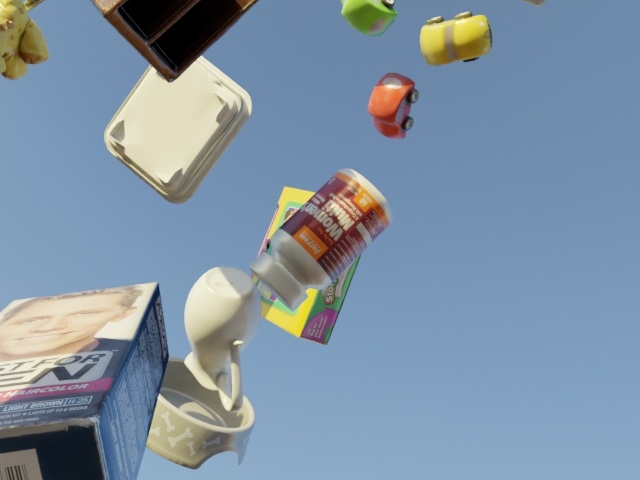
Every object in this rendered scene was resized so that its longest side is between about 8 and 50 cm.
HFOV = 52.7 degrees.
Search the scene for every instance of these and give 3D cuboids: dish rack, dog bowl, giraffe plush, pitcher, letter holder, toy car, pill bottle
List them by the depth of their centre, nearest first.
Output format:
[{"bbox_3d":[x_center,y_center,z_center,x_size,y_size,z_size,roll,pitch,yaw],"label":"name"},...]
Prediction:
[{"bbox_3d":[-0.235,-0.408,0.883,0.214,0.152,0.302,-41,-117,2],"label":"letter holder"},{"bbox_3d":[0.092,-0.277,0.889,0.225,0.053,0.239,53,-41,5],"label":"toy car"},{"bbox_3d":[0.000,0.000,1.022,0.121,0.221,0.121,44,-10,10],"label":"pill bottle"},{"bbox_3d":[-0.158,0.165,1.078,0.178,0.126,0.207,48,-47,42],"label":"pitcher"},{"bbox_3d":[-0.653,-0.409,1.293,0.181,0.170,0.210,40,-60,-17],"label":"giraffe plush"},{"bbox_3d":[-0.358,-0.288,1.558,0.285,0.072,0.333,39,-83,9],"label":"dish rack"},{"bbox_3d":[-0.313,0.405,1.565,0.349,0.349,0.102,30,-82,-2],"label":"dog bowl"}]

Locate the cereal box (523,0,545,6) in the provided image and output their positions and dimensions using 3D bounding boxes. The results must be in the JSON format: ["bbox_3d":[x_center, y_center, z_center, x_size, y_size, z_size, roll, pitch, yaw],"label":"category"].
[{"bbox_3d":[0.263,-0.425,0.803,0.173,0.047,0.240,14,-38,-12],"label":"cereal box"}]

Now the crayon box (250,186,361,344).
[{"bbox_3d":[-0.040,0.055,1.717,0.106,0.362,0.313,22,-3,-37],"label":"crayon box"}]

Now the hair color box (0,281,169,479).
[{"bbox_3d":[-0.250,0.141,0.602,0.174,0.347,0.105,-7,-78,-6],"label":"hair color box"}]
